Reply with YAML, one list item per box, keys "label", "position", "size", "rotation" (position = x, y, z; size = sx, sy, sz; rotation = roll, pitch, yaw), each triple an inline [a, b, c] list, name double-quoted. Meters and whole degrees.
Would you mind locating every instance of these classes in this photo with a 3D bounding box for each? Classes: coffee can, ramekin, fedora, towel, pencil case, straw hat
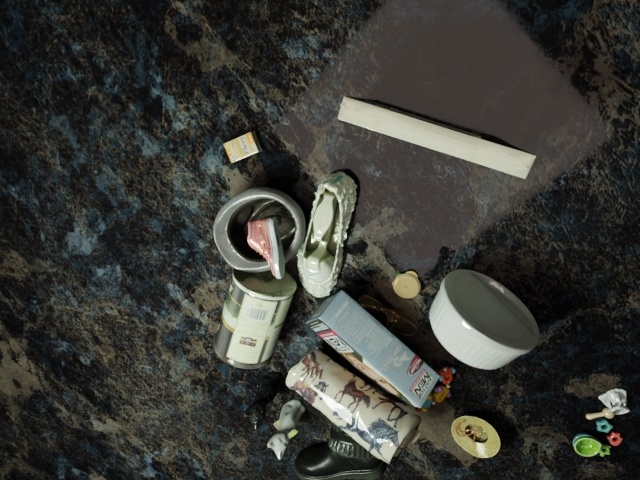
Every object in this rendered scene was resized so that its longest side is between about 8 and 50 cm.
- label: "coffee can"
  position: [-0.209, 0.232, 1.280]
  size: [0.202, 0.201, 0.275]
  rotation: [23, 112, 8]
- label: "ramekin"
  position: [0.416, 0.212, 1.066]
  size: [0.273, 0.273, 0.127]
  rotation: [29, 125, 6]
- label: "fedora"
  position: [-0.170, -0.041, 1.220]
  size: [0.275, 0.124, 0.243]
  rotation: [-32, 98, 16]
- label: "towel"
  position: [-0.130, 0.703, 1.516]
  size: [0.083, 0.009, 0.060]
  rotation: [44, 113, -2]
- label: "pencil case"
  position: [0.100, 0.492, 1.229]
  size: [0.410, 0.183, 0.160]
  rotation: [28, 101, 26]
- label: "straw hat"
  position: [0.493, 0.600, 1.273]
  size: [0.144, 0.061, 0.144]
  rotation: [7, 104, 31]

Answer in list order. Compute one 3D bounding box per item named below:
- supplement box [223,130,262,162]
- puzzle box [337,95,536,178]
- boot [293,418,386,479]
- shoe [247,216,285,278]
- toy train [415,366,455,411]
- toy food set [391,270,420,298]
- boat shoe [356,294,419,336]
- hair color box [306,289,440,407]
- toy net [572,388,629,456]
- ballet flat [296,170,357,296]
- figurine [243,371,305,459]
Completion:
- label: "supplement box"
  position: [-0.232, -0.278, 1.208]
  size: [0.098, 0.036, 0.062]
  rotation: [-18, 102, 20]
- label: "puzzle box"
  position: [0.262, -0.252, 0.946]
  size: [0.409, 0.272, 0.052]
  rotation: [20, 112, 8]
- label: "boot"
  position: [0.042, 0.683, 1.394]
  size: [0.348, 0.131, 0.260]
  rotation: [-14, 106, 15]
- label: "shoe"
  position: [-0.153, 0.023, 1.140]
  size: [0.081, 0.063, 0.178]
  rotation: [-6, 100, 11]
- label: "toy train"
  position: [0.347, 0.457, 1.258]
  size: [0.166, 0.046, 0.125]
  rotation: [-30, 119, -11]
- label: "toy food set"
  position: [0.257, 0.134, 1.210]
  size: [0.083, 0.020, 0.083]
  rotation: [-19, 102, 21]
- label: "boat shoe"
  position: [0.201, 0.241, 1.234]
  size: [0.207, 0.073, 0.073]
  rotation: [23, 109, 6]
- label: "hair color box"
  position: [0.146, 0.323, 1.206]
  size: [0.374, 0.185, 0.113]
  rotation: [41, 69, 0]
- label: "toy net"
  position: [0.829, 0.533, 1.161]
  size: [0.122, 0.045, 0.232]
  rotation: [20, 112, 9]
- label: "ballet flat"
  position: [0.000, 0.000, 1.181]
  size: [0.147, 0.147, 0.408]
  rotation: [15, 112, 11]
- label: "figurine"
  position: [-0.158, 0.598, 1.380]
  size: [0.092, 0.209, 0.215]
  rotation: [-33, 97, 23]
